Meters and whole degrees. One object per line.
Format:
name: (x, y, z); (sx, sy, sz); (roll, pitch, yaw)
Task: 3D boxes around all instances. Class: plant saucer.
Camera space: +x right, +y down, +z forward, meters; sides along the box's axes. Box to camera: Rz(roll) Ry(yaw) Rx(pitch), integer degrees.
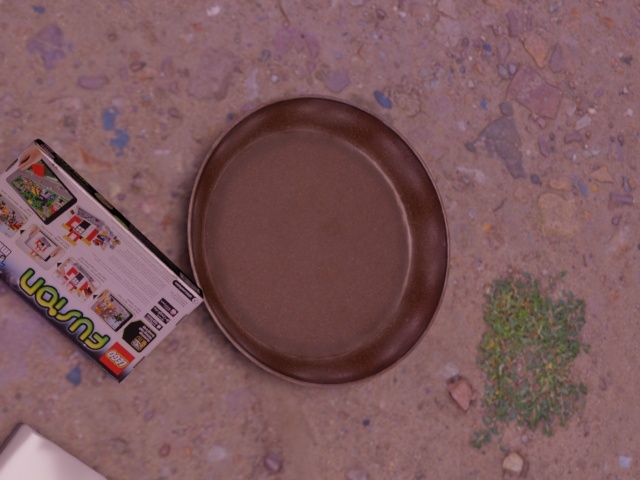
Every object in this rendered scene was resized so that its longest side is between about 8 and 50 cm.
plant saucer: (0.000, 0.000, 0.917); (0.310, 0.050, 0.310); (4, 80, -26)

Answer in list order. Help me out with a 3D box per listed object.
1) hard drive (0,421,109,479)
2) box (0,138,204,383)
hard drive: (-0.267, 0.341, 0.727); (0.203, 0.040, 0.307); (40, 66, -16)
box: (-0.219, 0.020, 0.781); (0.114, 0.036, 0.207); (-44, 104, 1)
